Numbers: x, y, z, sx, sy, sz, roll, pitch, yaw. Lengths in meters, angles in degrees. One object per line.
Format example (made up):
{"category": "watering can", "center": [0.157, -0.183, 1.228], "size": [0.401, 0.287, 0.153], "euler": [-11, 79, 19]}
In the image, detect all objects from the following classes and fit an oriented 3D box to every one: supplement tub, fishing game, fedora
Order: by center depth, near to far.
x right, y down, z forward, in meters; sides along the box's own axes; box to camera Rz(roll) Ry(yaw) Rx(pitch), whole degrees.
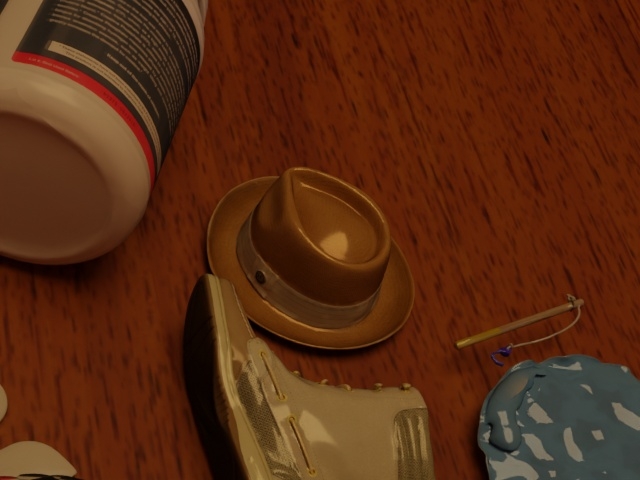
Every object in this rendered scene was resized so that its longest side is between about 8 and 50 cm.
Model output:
{"category": "supplement tub", "center": [-0.202, -0.132, 1.113], "size": [0.191, 0.191, 0.272], "euler": [20, 45, -5]}
{"category": "fishing game", "center": [0.214, 0.178, 1.119], "size": [0.189, 0.041, 0.264], "euler": [-21, 66, -27]}
{"category": "fedora", "center": [0.000, 0.000, 1.159], "size": [0.194, 0.079, 0.194], "euler": [12, 46, -13]}

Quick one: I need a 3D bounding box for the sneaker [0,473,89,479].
{"category": "sneaker", "center": [-0.201, 0.193, 0.919], "size": [0.170, 0.068, 0.071], "euler": [3, 87, -28]}

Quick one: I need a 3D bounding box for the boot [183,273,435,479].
{"category": "boot", "center": [-0.009, 0.118, 1.050], "size": [0.165, 0.077, 0.213], "euler": [-3, 56, -25]}

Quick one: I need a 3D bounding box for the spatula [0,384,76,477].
{"category": "spatula", "center": [-0.310, 0.156, 0.931], "size": [0.242, 0.019, 0.168], "euler": [-30, 71, -39]}
